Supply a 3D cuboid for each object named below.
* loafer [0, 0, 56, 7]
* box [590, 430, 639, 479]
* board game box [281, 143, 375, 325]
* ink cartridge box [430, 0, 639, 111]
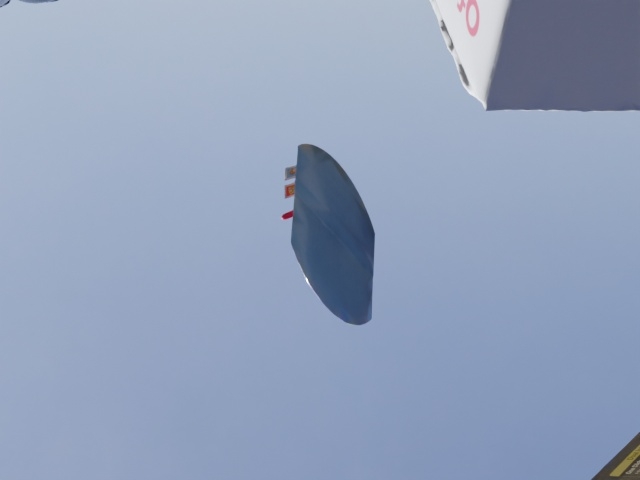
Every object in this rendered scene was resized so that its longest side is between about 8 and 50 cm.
[{"bbox_3d":[-0.111,-0.125,0.571,0.078,0.080,0.220,33,162,-21],"label":"loafer"},{"bbox_3d":[0.345,0.193,1.160,0.318,0.097,0.395,3,-161,33],"label":"box"},{"bbox_3d":[0.000,0.000,1.532,0.033,0.169,0.133,-19,136,26],"label":"board game box"},{"bbox_3d":[0.135,-0.246,0.802,0.131,0.306,0.226,-1,-138,-12],"label":"ink cartridge box"}]
